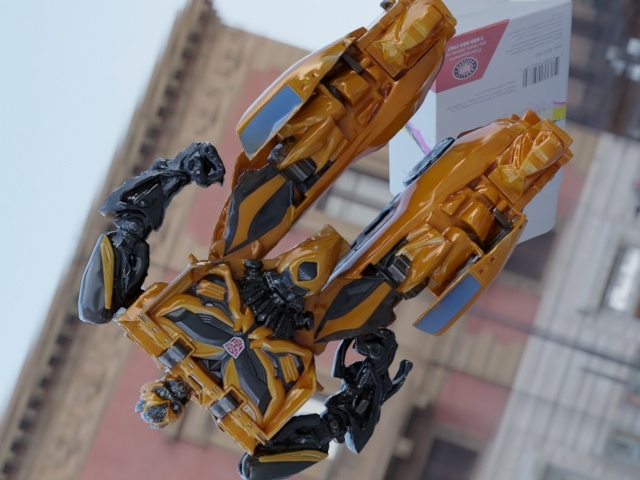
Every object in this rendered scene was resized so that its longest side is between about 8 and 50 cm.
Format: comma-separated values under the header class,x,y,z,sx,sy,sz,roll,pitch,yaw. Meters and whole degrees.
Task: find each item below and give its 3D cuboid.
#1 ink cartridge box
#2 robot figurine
class,x,y,z,sx,sy,sz,roll,pitch,yaw
ink cartridge box,0.111,-0.084,1.379,0.115,0.067,0.198,-20,-50,-23
robot figurine,0.000,0.000,1.132,0.291,0.211,0.085,-47,8,-11
